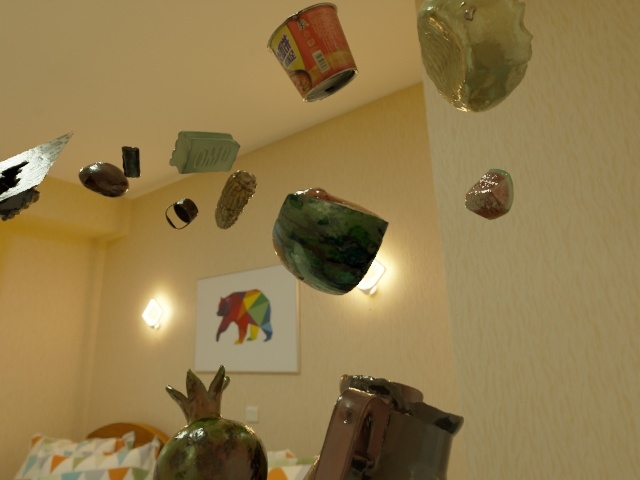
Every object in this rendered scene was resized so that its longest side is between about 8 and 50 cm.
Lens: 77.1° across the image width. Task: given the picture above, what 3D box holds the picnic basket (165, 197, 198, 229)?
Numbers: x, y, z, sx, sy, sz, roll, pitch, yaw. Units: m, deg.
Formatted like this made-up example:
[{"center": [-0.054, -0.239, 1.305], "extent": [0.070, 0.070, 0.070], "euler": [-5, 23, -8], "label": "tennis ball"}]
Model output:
[{"center": [-0.382, -0.071, 1.099], "extent": [0.072, 0.083, 0.072], "euler": [24, -41, 23], "label": "picnic basket"}]

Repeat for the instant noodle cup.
[{"center": [-0.010, -0.482, 1.063], "extent": [0.213, 0.174, 0.213], "euler": [-27, 4, 2], "label": "instant noodle cup"}]

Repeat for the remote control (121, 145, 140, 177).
[{"center": [-0.449, -0.183, 0.953], "extent": [0.039, 0.014, 0.096], "euler": [1, -39, -21], "label": "remote control"}]

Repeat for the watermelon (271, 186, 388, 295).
[{"center": [-0.020, 0.001, 0.999], "extent": [0.222, 0.292, 0.319], "euler": [17, 20, -21], "label": "watermelon"}]

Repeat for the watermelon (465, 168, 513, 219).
[{"center": [0.299, -0.087, 0.710], "extent": [0.072, 0.092, 0.084], "euler": [10, -19, -29], "label": "watermelon"}]

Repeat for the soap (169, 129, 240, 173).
[{"center": [-0.333, -0.257, 1.177], "extent": [0.198, 0.063, 0.114], "euler": [-22, -33, -57], "label": "soap"}]

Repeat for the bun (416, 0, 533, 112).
[{"center": [0.306, -0.379, 0.782], "extent": [0.160, 0.259, 0.259], "euler": [-23, -17, 1], "label": "bun"}]

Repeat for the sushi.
[{"center": [-0.618, -0.104, 0.800], "extent": [0.264, 0.290, 0.050], "euler": [-26, -52, -3], "label": "sushi"}]

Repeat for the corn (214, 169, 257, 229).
[{"center": [-0.253, -0.109, 1.162], "extent": [0.087, 0.086, 0.288], "euler": [5, -24, -24], "label": "corn"}]

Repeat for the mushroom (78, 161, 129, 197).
[{"center": [-0.541, -0.157, 1.010], "extent": [0.123, 0.123, 0.052], "euler": [11, -54, -38], "label": "mushroom"}]

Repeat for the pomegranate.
[{"center": [-0.144, 0.285, 0.557], "extent": [0.156, 0.220, 0.156], "euler": [-1, -26, 0], "label": "pomegranate"}]

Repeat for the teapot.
[{"center": [0.080, 0.409, 0.661], "extent": [0.306, 0.361, 0.376], "euler": [3, -31, 30], "label": "teapot"}]
